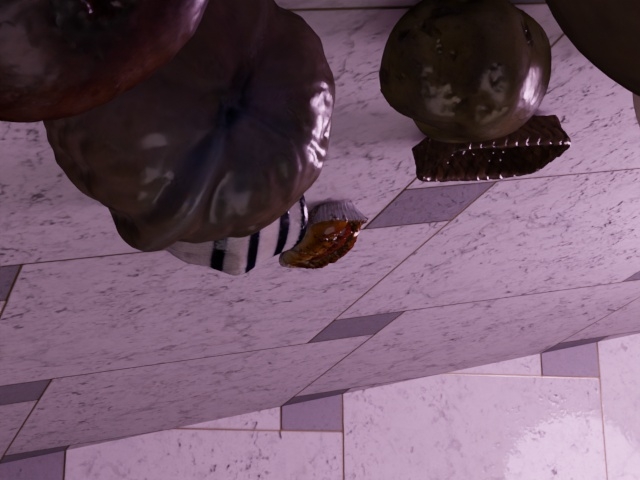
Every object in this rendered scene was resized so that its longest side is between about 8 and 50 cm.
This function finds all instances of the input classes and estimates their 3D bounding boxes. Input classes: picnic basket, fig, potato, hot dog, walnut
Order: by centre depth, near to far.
[{"bbox_3d":[-0.183,-0.196,0.842,0.235,0.214,0.235,-8,136,-8],"label":"fig"},{"bbox_3d":[-0.112,-0.111,1.106,0.248,0.248,0.248,-12,163,-4],"label":"walnut"},{"bbox_3d":[0.147,-0.168,1.281,0.154,0.137,0.200,13,174,25],"label":"potato"},{"bbox_3d":[0.210,-0.117,1.616,0.193,0.055,0.110,-3,159,-31],"label":"picnic basket"},{"bbox_3d":[0.000,0.000,1.831,0.099,0.053,0.192,-1,157,-26],"label":"hot dog"}]

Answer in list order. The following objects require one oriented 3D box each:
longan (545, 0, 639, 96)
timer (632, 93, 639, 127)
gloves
[{"bbox_3d":[0.304,-0.254,0.845,0.361,0.361,0.361,-12,163,-4],"label":"longan"},{"bbox_3d":[0.518,-0.189,1.514,0.266,0.175,0.175,-22,167,-23],"label":"timer"},{"bbox_3d":[-0.132,-0.023,1.539,0.219,0.131,0.140,-14,163,-31],"label":"gloves"}]
